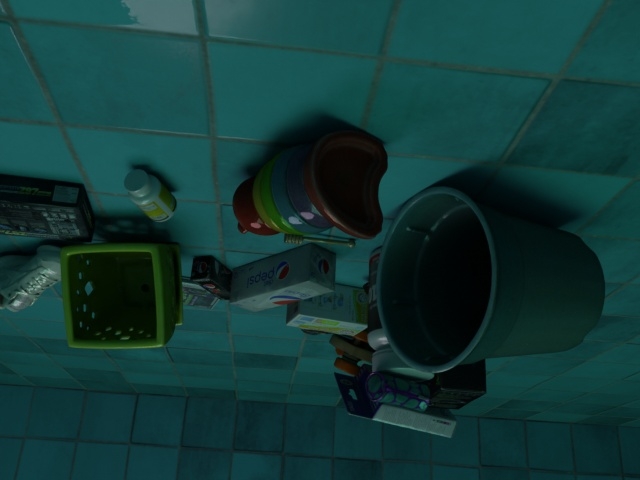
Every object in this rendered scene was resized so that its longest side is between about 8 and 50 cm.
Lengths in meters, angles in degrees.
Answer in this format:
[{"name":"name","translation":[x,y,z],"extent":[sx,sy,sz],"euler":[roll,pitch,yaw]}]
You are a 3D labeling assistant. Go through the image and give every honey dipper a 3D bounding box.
[{"name":"honey dipper","translation":[0.000,0.000,1.495],"extent":[0.161,0.030,0.030],"euler":[6,157,-15]}]

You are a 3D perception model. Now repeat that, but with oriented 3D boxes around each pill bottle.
[{"name":"pill bottle","translation":[0.187,0.166,1.528],"extent":[0.161,0.283,0.161],"euler":[2,156,1]},{"name":"pill bottle","translation":[-0.325,-0.087,1.288],"extent":[0.065,0.065,0.116],"euler":[-2,156,13]}]

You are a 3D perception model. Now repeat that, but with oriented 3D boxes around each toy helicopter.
[{"name":"toy helicopter","translation":[0.190,0.384,2.198],"extent":[0.355,0.140,0.235],"euler":[23,175,-14]}]

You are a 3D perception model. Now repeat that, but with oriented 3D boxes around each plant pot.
[{"name":"plant pot","translation":[-0.429,0.111,1.532],"extent":[0.227,0.228,0.207],"euler":[-1,-176,8]},{"name":"plant pot","translation":[0.342,0.088,1.315],"extent":[0.334,0.341,0.341],"euler":[7,157,-28]}]

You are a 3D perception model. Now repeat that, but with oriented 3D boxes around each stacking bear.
[{"name":"stacking bear","translation":[-0.045,-0.078,1.175],"extent":[0.164,0.175,0.289],"euler":[19,159,-36]}]

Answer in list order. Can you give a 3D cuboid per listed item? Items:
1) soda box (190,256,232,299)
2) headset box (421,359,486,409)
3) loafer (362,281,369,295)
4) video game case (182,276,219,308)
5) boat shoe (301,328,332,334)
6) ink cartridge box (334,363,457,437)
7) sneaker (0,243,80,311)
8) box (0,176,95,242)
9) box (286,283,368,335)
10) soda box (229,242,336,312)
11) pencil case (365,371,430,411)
[{"name":"soda box","translation":[-0.263,0.098,1.710],"extent":[0.053,0.060,0.169],"euler":[-4,156,18]},{"name":"headset box","translation":[0.374,0.335,1.938],"extent":[0.131,0.246,0.283],"euler":[6,157,-4]},{"name":"loafer","translation":[0.210,0.151,1.747],"extent":[0.220,0.078,0.080],"euler":[14,154,-24]},{"name":"video game case","translation":[-0.363,0.145,1.879],"extent":[0.173,0.022,0.190],"euler":[12,155,-18]},{"name":"boat shoe","translation":[0.021,0.252,2.033],"extent":[0.183,0.065,0.083],"euler":[5,160,11]},{"name":"ink cartridge box","translation":[0.226,0.487,2.128],"extent":[0.330,0.071,0.324],"euler":[17,-172,-10]},{"name":"sneaker","translation":[-0.688,0.098,1.653],"extent":[0.305,0.152,0.114],"euler":[-14,149,31]},{"name":"box","translation":[-0.594,-0.063,1.384],"extent":[0.233,0.059,0.183],"euler":[6,156,-8]},{"name":"box","translation":[0.022,0.180,1.807],"extent":[0.203,0.103,0.114],"euler":[11,155,-17]},{"name":"soda box","translation":[-0.095,0.096,1.639],"extent":[0.286,0.098,0.091],"euler":[-19,148,40]},{"name":"pencil case","translation":[0.170,0.326,1.459],"extent":[0.152,0.064,0.070],"euler":[20,167,-34]}]
